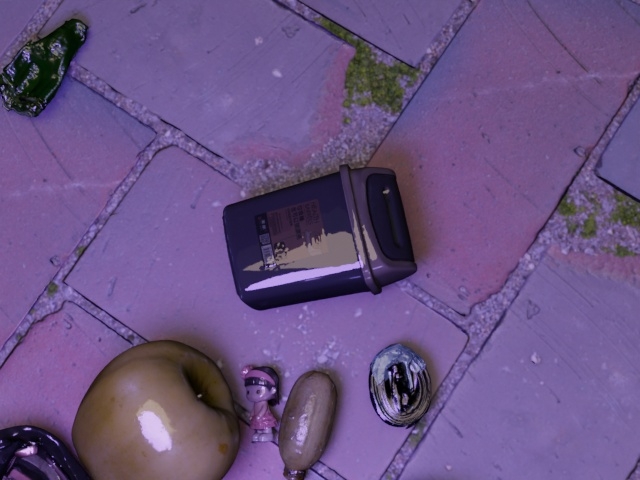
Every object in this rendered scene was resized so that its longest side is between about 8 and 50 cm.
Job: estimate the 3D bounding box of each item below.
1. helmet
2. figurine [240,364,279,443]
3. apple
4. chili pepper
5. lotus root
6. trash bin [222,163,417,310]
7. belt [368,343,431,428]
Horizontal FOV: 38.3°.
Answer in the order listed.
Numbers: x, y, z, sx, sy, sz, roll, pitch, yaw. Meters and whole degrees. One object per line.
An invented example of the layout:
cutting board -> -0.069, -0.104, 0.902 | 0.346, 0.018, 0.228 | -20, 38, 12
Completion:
helmet -> -0.475, 0.425, 1.473 | 0.198, 0.154, 0.253 | -23, 84, -40
figurine -> -0.098, 0.270, 1.527 | 0.054, 0.072, 0.129 | 0, 81, -40
apple -> -0.255, 0.288, 1.433 | 0.262, 0.262, 0.262 | -1, 77, 5
chili pepper -> -0.500, -0.317, 1.691 | 0.108, 0.062, 0.216 | 37, 82, 5
lotus root -> -0.026, 0.301, 1.493 | 0.077, 0.090, 0.183 | 19, 81, -19
trash bin -> 0.000, 0.000, 1.517 | 0.290, 0.182, 0.209 | -14, 77, 8
belt -> 0.130, 0.239, 1.509 | 0.105, 0.058, 0.140 | -11, 76, -1
